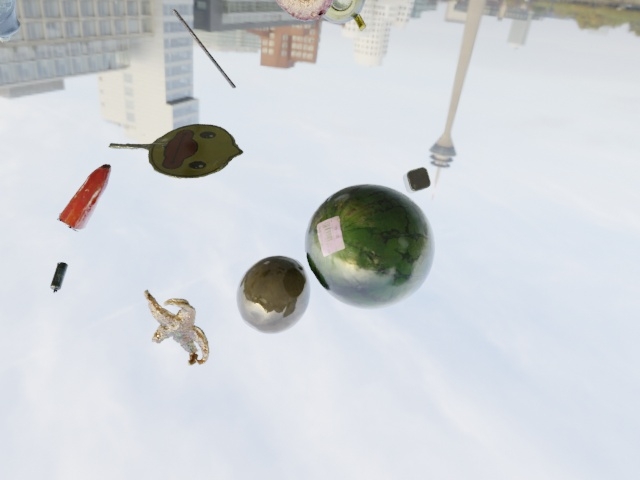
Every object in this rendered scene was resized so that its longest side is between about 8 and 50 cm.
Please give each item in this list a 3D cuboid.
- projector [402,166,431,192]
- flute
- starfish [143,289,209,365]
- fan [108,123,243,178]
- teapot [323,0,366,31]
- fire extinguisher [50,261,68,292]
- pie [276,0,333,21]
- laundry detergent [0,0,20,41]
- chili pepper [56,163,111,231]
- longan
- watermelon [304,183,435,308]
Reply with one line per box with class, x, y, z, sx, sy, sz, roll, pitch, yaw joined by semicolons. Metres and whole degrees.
projector;0.365;-0.228;1.903;0.083;0.084;0.082;-16;180;-1
flute;-0.330;-0.544;1.438;0.014;0.270;0.014;-24;-141;21
starfish;-0.319;0.188;1.114;0.210;0.150;0.053;50;-159;-15
fan;-0.357;-0.226;1.235;0.334;0.011;0.230;2;-135;1
teapot;0.061;-0.613;1.280;0.130;0.166;0.119;-32;-153;21
fire extinguisher;-0.615;0.093;1.173;0.025;0.038;0.083;15;-130;-23
pie;-0.034;-0.560;1.099;0.153;0.154;0.038;12;-136;8
laundry detergent;-0.957;-0.687;1.494;0.096;0.206;0.061;-30;-113;-38
chili pepper;-0.544;-0.110;1.184;0.064;0.169;0.088;33;-177;-27
longan;-0.132;0.153;1.453;0.247;0.249;0.248;6;-152;-3
watermelon;0.134;0.017;1.327;0.362;0.364;0.363;6;-152;-3
